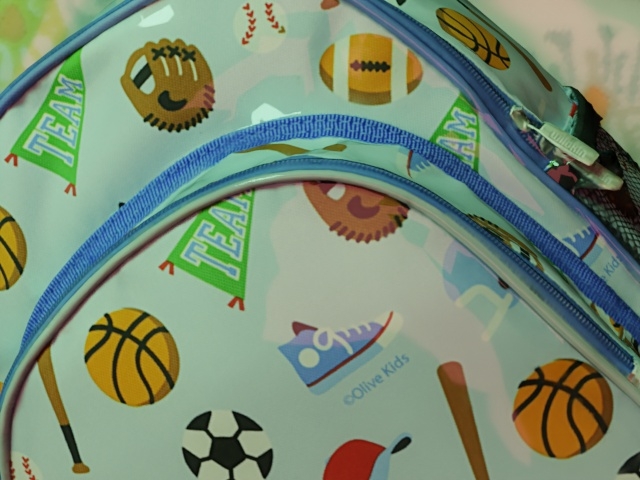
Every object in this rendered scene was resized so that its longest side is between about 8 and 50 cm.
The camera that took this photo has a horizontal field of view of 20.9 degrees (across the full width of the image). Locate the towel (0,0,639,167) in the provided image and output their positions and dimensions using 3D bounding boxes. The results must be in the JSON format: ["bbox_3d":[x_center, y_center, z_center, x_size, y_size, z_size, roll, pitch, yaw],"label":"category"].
[{"bbox_3d":[0.000,0.000,0.731,0.374,0.090,0.320,29,103,-10],"label":"towel"}]

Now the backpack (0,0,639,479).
[{"bbox_3d":[-0.006,0.032,0.596,0.276,0.213,0.263,-43,92,13],"label":"backpack"}]
